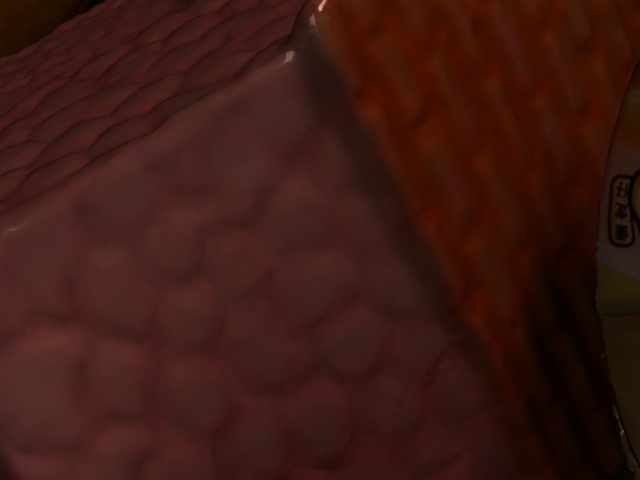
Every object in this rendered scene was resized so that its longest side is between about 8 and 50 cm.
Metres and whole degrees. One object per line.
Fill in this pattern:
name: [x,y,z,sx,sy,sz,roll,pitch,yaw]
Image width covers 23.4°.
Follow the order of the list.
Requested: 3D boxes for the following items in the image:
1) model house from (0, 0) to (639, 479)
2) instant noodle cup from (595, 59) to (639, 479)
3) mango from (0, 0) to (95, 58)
model house: [0.000,0.000,0.520,0.237,0.202,0.237,-32,19,-5]
instant noodle cup: [0.190,0.005,0.363,0.205,0.153,0.205,-6,83,53]
mango: [-0.214,-0.138,0.728,0.365,0.182,0.253,-36,60,20]
